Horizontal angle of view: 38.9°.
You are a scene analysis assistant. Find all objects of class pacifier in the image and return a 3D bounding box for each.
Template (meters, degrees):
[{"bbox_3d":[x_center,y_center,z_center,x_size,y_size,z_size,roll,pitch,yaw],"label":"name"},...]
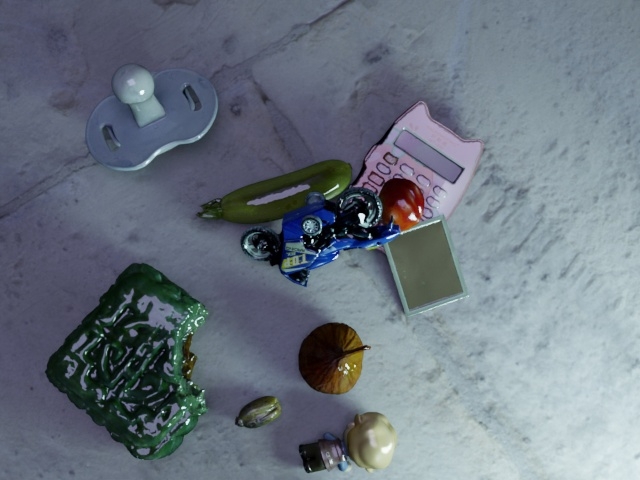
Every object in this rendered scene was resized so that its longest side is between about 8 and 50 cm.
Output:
[{"bbox_3d":[-0.359,-0.283,1.839,0.287,0.226,0.238,-23,64,-6],"label":"pacifier"}]

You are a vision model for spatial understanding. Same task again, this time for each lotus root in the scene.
[{"bbox_3d":[-0.128,0.350,1.835,0.099,0.049,0.054,-23,91,-5],"label":"lotus root"}]

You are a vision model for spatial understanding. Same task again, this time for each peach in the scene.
[{"bbox_3d":[0.162,-0.076,1.843,0.100,0.101,0.101,0,82,-1],"label":"peach"}]

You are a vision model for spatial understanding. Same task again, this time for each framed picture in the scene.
[{"bbox_3d":[0.217,0.053,1.885,0.142,0.011,0.183,-19,97,-4],"label":"framed picture"}]

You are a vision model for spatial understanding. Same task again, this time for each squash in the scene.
[{"bbox_3d":[-0.090,-0.088,1.882,0.341,0.094,0.094,-18,83,-6],"label":"squash"}]

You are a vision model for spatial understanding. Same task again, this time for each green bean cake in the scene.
[{"bbox_3d":[-0.338,0.238,1.788,0.300,0.169,0.308,38,81,4],"label":"green bean cake"}]

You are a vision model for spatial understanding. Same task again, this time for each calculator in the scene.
[{"bbox_3d":[0.185,-0.117,1.915,0.220,0.048,0.330,35,85,2],"label":"calculator"}]

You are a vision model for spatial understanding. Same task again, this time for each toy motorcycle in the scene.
[{"bbox_3d":[0.000,0.000,1.829,0.315,0.113,0.169,-20,116,16],"label":"toy motorcycle"}]

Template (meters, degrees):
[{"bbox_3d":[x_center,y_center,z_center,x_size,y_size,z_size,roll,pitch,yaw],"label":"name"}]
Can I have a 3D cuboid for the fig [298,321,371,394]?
[{"bbox_3d":[0.032,0.236,1.784,0.134,0.201,0.146,-4,88,-11],"label":"fig"}]

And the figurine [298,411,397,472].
[{"bbox_3d":[0.058,0.417,1.816,0.196,0.108,0.114,-22,72,13],"label":"figurine"}]
